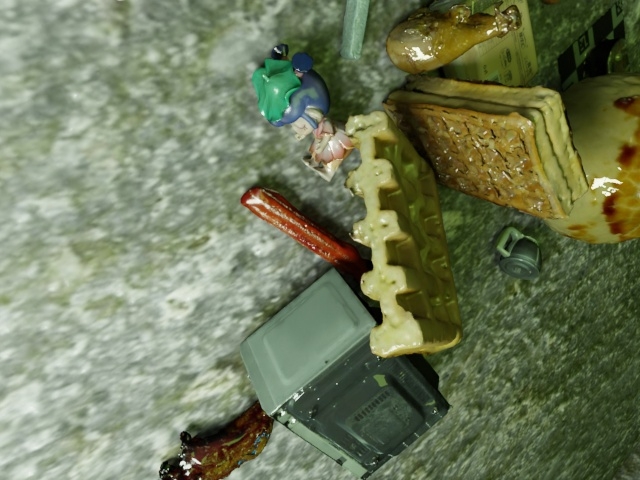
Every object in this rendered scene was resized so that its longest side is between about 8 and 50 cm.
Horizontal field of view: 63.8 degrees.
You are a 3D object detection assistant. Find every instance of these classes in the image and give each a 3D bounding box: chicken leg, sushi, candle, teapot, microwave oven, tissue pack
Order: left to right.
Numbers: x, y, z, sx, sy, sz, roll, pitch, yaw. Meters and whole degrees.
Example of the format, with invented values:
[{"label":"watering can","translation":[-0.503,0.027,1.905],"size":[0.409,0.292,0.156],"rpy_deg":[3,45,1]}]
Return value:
[{"label":"chicken leg","translation":[-0.155,0.331,0.835],"size":[0.234,0.063,0.105],"rpy_deg":[-18,120,-35]},{"label":"candle","translation":[0.000,0.000,0.850],"size":[0.329,0.048,0.051],"rpy_deg":[35,91,-39]},{"label":"microwave oven","translation":[0.051,0.233,0.851],"size":[0.237,0.181,0.295],"rpy_deg":[-39,127,1]},{"label":"chicken leg","translation":[0.208,-0.330,0.817],"size":[0.085,0.208,0.101],"rpy_deg":[58,35,-38]},{"label":"tissue pack","translation":[0.300,-0.361,0.935],"size":[0.186,0.090,0.222],"rpy_deg":[-41,124,-17]},{"label":"teapot","translation":[0.469,0.025,1.199],"size":[0.124,0.092,0.090],"rpy_deg":[52,55,-43]},{"label":"sushi","translation":[0.736,-0.356,1.267],"size":[0.296,0.100,0.373],"rpy_deg":[-42,126,-19]}]

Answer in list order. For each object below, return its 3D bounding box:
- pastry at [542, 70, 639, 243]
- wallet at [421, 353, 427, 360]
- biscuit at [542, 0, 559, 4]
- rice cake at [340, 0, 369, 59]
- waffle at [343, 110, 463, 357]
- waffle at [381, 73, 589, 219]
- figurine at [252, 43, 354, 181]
[{"label":"pastry","translation":[0.641,-0.166,1.099],"size":[0.389,0.312,0.388],"rpy_deg":[-14,127,-20]},{"label":"wallet","translation":[0.165,0.302,1.085],"size":[0.155,0.039,0.110],"rpy_deg":[-28,122,-29]},{"label":"biscuit","translation":[0.472,-0.605,1.021],"size":[0.166,0.036,0.249],"rpy_deg":[-25,119,-28]},{"label":"rice cake","translation":[0.057,-0.364,0.782],"size":[0.029,0.033,0.170],"rpy_deg":[-2,107,-34]},{"label":"waffle","translation":[0.135,0.001,0.786],"size":[0.304,0.078,0.348],"rpy_deg":[18,62,-62]},{"label":"waffle","translation":[0.256,-0.156,0.828],"size":[0.091,0.308,0.213],"rpy_deg":[-48,127,-10]},{"label":"figurine","translation":[-0.022,-0.186,0.748],"size":[0.102,0.111,0.195],"rpy_deg":[-48,135,-1]}]
